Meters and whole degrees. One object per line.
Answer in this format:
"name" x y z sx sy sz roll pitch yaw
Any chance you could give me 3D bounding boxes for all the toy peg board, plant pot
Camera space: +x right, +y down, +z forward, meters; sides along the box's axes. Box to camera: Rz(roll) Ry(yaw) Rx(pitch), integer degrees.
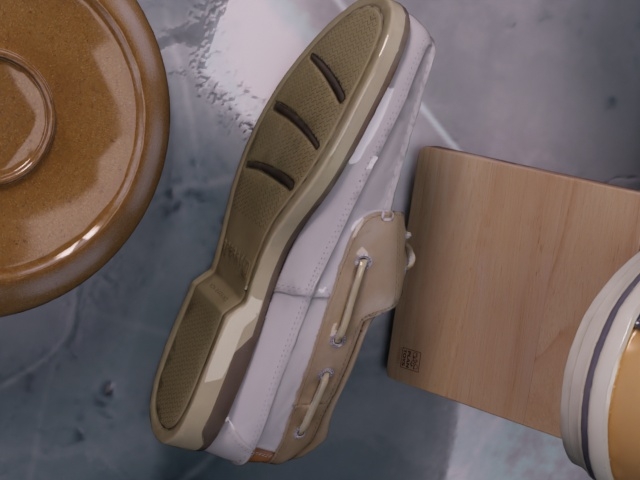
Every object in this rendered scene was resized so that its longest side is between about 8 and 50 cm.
"toy peg board" 0.140 0.030 0.841 0.079 0.160 0.161 -7 109 -53
"plant pot" -0.189 -0.069 0.713 0.236 0.032 0.236 -5 100 -27

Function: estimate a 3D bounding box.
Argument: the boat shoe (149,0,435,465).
"boat shoe" 0.000 0.000 0.789 0.103 0.113 0.302 20 106 -26

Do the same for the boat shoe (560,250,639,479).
"boat shoe" 0.340 0.008 0.821 0.500 0.156 0.187 -35 127 -39
